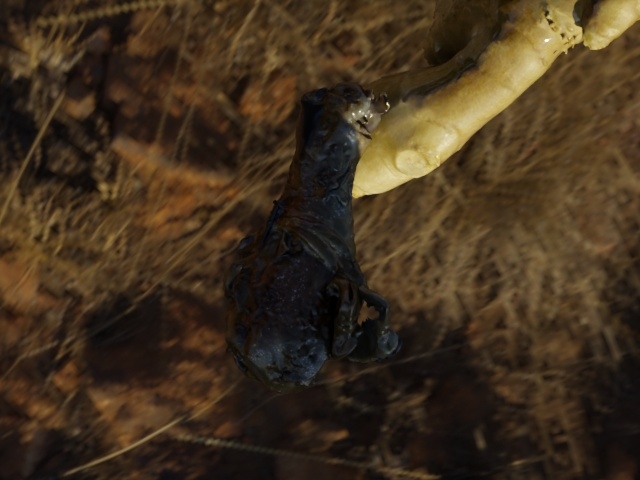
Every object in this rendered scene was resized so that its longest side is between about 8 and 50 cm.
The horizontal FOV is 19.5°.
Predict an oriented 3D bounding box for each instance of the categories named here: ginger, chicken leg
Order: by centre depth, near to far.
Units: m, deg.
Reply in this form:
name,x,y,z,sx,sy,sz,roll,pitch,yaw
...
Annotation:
name,x,y,z,sx,sy,sz,roll,pitch,yaw
chicken leg,-0.006,0.002,1.193,0.080,0.125,0.196,25,58,-44
ginger,0.169,-0.191,1.648,0.122,0.348,0.363,41,72,-38
